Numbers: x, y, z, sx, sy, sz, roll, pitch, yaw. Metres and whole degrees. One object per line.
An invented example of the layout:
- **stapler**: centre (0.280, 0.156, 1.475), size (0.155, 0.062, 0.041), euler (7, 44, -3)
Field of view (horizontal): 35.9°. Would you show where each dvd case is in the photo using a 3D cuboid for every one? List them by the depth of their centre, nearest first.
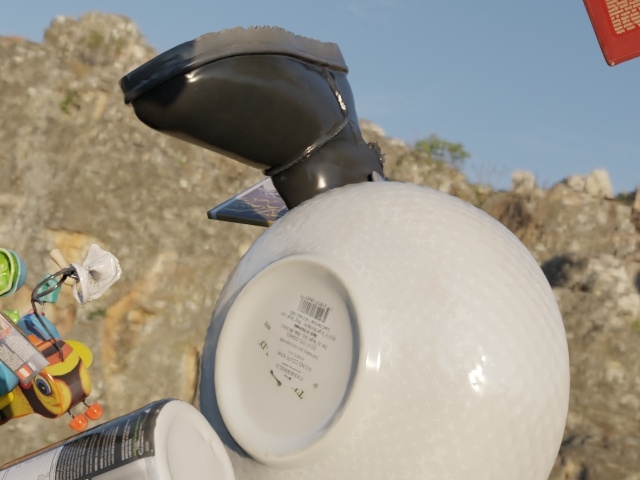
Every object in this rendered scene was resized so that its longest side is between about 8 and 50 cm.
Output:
- **dvd case**: centre (-0.057, -0.064, 1.651), size (0.221, 0.018, 0.164), euler (8, 30, 40)

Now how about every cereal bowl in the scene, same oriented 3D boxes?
- **cereal bowl**: centre (0.017, 0.105, 0.798), size (0.339, 0.338, 0.141), euler (4, -11, 44)

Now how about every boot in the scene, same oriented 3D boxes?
- **boot**: centre (0.001, 0.000, 1.077), size (0.146, 0.445, 0.367), euler (-24, -4, 34)

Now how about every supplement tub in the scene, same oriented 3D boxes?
- **supplement tub**: centre (-0.165, 0.197, 0.711), size (0.190, 0.117, 0.117), euler (-25, -22, 17)

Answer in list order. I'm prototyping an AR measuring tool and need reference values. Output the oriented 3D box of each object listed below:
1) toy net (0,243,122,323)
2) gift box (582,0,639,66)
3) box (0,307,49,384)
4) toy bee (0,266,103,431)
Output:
- **toy net**: centre (-0.367, 0.065, 1.331), size (0.232, 0.122, 0.045), euler (-7, -14, 33)
- **gift box**: centre (0.394, -0.368, 1.054), size (0.255, 0.276, 0.258), euler (-12, 15, 27)
- **box**: centre (-0.272, 0.045, 0.759), size (0.137, 0.027, 0.094), euler (53, -15, -25)
- **toy bee**: centre (-0.348, 0.174, 1.191), size (0.162, 0.195, 0.298), euler (55, -28, 1)
